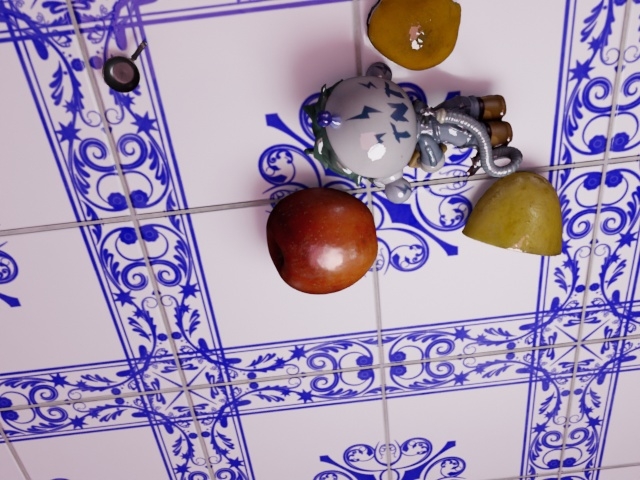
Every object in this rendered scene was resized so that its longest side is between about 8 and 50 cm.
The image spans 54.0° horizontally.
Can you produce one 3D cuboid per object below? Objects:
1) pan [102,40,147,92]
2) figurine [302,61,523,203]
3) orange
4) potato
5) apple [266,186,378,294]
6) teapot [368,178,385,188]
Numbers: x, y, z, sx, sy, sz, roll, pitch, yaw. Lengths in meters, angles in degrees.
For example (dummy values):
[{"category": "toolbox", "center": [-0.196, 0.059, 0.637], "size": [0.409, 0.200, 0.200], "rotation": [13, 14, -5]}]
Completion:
[{"category": "pan", "center": [-0.348, -0.322, 1.145], "size": [0.068, 0.023, 0.115], "rotation": [38, 115, -22]}, {"category": "figurine", "center": [0.152, -0.206, 1.150], "size": [0.381, 0.261, 0.186], "rotation": [-4, 155, -21]}, {"category": "orange", "center": [0.166, -0.368, 1.105], "size": [0.169, 0.112, 0.160], "rotation": [-15, 123, 19]}, {"category": "potato", "center": [0.411, -0.062, 1.283], "size": [0.203, 0.178, 0.158], "rotation": [18, 105, 14]}, {"category": "apple", "center": [0.000, 0.000, 1.255], "size": [0.201, 0.218, 0.218], "rotation": [-14, 125, -25]}, {"category": "teapot", "center": [0.127, -0.145, 1.263], "size": [0.066, 0.057, 0.088], "rotation": [14, 120, -13]}]
